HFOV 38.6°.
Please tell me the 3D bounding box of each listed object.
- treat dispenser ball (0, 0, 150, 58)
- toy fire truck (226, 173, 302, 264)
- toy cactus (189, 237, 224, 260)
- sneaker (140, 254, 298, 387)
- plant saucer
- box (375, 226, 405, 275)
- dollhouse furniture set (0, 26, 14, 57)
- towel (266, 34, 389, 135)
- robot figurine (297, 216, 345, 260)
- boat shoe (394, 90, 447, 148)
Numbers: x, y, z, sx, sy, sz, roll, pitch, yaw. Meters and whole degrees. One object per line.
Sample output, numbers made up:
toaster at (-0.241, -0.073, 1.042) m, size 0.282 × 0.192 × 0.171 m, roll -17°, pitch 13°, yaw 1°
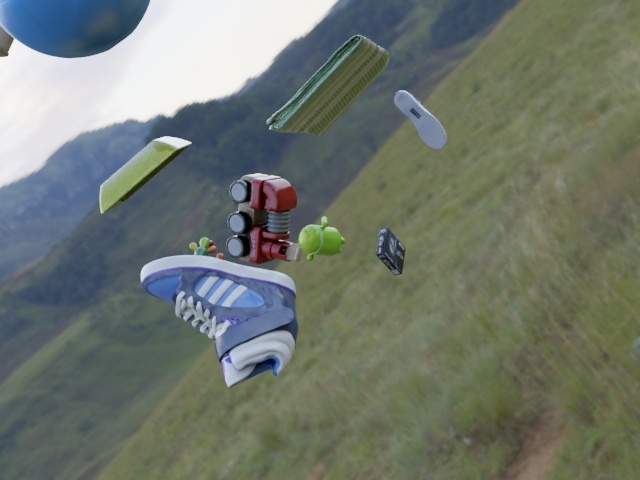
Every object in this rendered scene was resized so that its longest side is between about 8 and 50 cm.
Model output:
treat dispenser ball at (-0.423, -0.450, 1.524) m, size 0.288 × 0.288 × 0.288 m, roll -43°, pitch 6°, yaw 5°
toy fire truck at (-0.108, -0.038, 2.234) m, size 0.246 × 0.217 × 0.158 m, roll 13°, pitch 15°, yaw 31°
toy cactus at (-0.339, 0.082, 2.524) m, size 0.180 × 0.112 × 0.219 m, roll 56°, pitch -139°, yaw -66°
sneaker at (-0.204, 0.167, 1.785) m, size 0.130 × 0.323 × 0.236 m, roll 108°, pitch 168°, yaw -56°
plant saucer at (-0.340, -0.136, 1.734) m, size 0.188 × 0.045 × 0.188 m, roll -40°, pitch 7°, yaw 6°
box at (0.145, 0.022, 1.883) m, size 0.018 × 0.083 × 0.067 m, roll -12°, pitch 49°, yaw 32°
dollhouse furniture set at (-0.728, -0.524, 1.771) m, size 0.303 × 0.355 × 0.174 m, roll 4°, pitch 68°, yaw 31°
towel at (0.028, -0.306, 1.838) m, size 0.248 × 0.038 × 0.325 m, roll -44°, pitch -7°, yaw 15°
robot figurine at (0.000, 0.000, 2.066) m, size 0.067 × 0.115 × 0.101 m, roll 45°, pitch 118°, yaw 44°
boat shoe at (0.202, -0.243, 1.812) m, size 0.049 × 0.142 × 0.040 m, roll -41°, pitch -2°, yaw 24°
